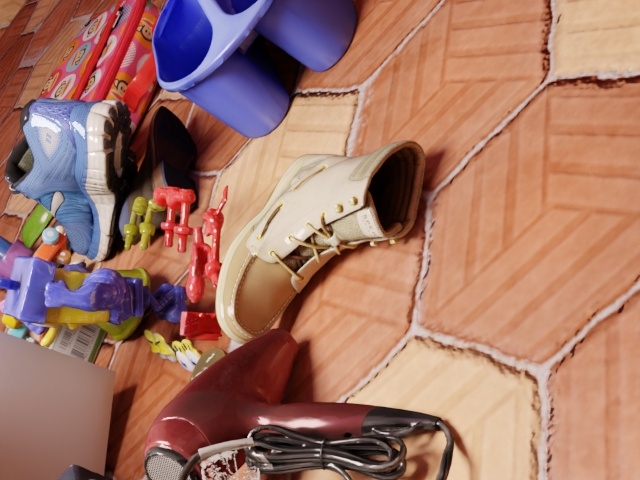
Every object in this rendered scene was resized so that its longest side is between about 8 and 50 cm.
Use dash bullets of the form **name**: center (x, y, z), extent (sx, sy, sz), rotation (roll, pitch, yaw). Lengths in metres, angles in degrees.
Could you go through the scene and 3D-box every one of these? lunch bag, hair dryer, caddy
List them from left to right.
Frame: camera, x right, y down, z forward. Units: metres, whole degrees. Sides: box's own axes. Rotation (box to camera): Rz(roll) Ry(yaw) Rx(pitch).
- **lunch bag**: center (-0.350, -0.263, 1.696), extent (0.258, 0.120, 0.293), rotation (-15, 49, 43)
- **caddy**: center (-0.104, -0.289, 1.289), extent (0.241, 0.179, 0.341), rotation (-45, 30, 15)
- **hair dryer**: center (-0.030, 0.157, 0.811), extent (0.223, 0.080, 0.293), rotation (-13, 25, -8)

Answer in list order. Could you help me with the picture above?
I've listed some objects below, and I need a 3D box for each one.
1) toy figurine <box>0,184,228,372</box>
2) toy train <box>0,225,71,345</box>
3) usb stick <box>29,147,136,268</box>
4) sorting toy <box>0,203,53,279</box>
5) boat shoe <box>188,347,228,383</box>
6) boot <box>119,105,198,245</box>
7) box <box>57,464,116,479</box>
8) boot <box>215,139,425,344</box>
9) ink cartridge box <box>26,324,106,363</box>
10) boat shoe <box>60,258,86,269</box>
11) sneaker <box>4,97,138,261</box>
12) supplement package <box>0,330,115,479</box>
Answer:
- **toy figurine**: center (-0.259, 0.027, 1.086), extent (0.362, 0.217, 0.191), rotation (5, 89, 64)
- **toy train**: center (-0.330, 0.065, 1.219), extent (0.125, 0.046, 0.166), rotation (-60, -4, -38)
- **usb stick**: center (-0.373, -0.033, 1.549), extent (0.278, 0.045, 0.077), rotation (-55, 25, 0)
- **sorting toy**: center (-0.446, -0.086, 1.565), extent (0.365, 0.126, 0.127), rotation (-47, 14, 33)
- **boat shoe**: center (-0.112, 0.179, 0.957), extent (0.056, 0.048, 0.153), rotation (7, 72, 44)
- **boot**: center (-0.226, -0.090, 1.358), extent (0.106, 0.082, 0.219), rotation (-39, 34, 21)
- **box**: center (-0.171, 0.371, 0.695), extent (0.296, 0.183, 0.294), rotation (-51, 31, 6)
- **boot**: center (0.000, 0.000, 0.937), extent (0.165, 0.077, 0.213), rotation (-4, 50, 53)
- **ink cartridge box**: center (-0.358, 0.128, 1.340), extent (0.209, 0.062, 0.109), rotation (-16, 48, 49)
- **boat shoe**: center (-0.372, 0.070, 1.447), extent (0.125, 0.038, 0.046), rotation (-35, -8, 21)
- **sneaker**: center (-0.327, -0.087, 1.343), extent (0.330, 0.147, 0.130), rotation (105, 180, -58)
- **supplement package**: center (-0.385, 0.238, 1.117), extent (0.293, 0.175, 0.177), rotation (-26, 50, 37)
